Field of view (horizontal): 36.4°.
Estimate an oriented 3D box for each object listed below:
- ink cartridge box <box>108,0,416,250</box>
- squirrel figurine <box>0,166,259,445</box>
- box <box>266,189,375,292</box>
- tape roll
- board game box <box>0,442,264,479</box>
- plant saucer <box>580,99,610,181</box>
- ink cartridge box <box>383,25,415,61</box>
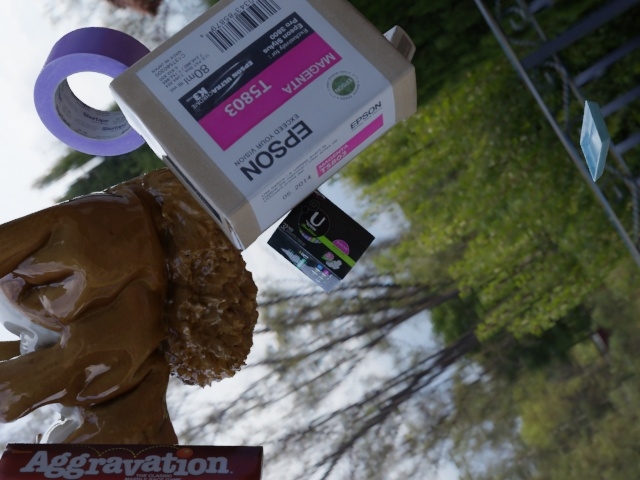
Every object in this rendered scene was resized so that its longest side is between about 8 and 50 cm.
[{"bbox_3d":[-0.053,-0.140,0.951,0.193,0.235,0.088,47,169,20],"label":"ink cartridge box"},{"bbox_3d":[-0.226,0.125,1.176,0.281,0.397,0.370,-13,100,62],"label":"squirrel figurine"},{"bbox_3d":[0.000,0.000,0.979,0.083,0.062,0.052,39,155,-1],"label":"box"},{"bbox_3d":[-0.339,-0.228,1.503,0.189,0.189,0.080,54,-154,-34],"label":"tape roll"},{"bbox_3d":[-0.203,0.264,1.002,0.145,0.281,0.027,-88,-2,-64],"label":"board game box"},{"bbox_3d":[0.395,-0.142,1.398,0.192,0.018,0.067,47,-153,-73],"label":"plant saucer"},{"bbox_3d":[0.020,-0.167,1.147,0.045,0.179,0.145,50,-143,-23],"label":"ink cartridge box"}]
